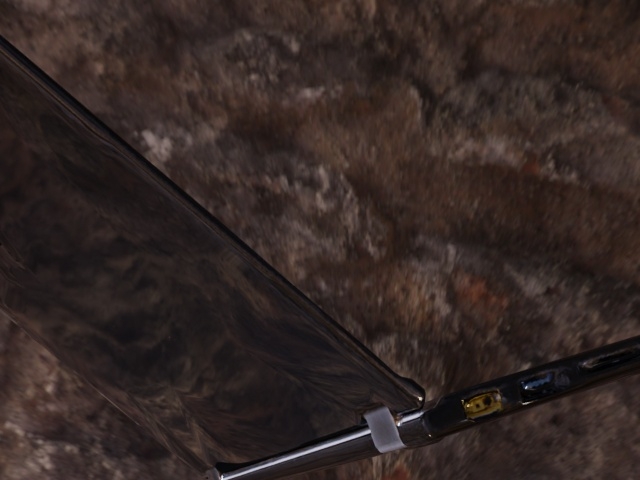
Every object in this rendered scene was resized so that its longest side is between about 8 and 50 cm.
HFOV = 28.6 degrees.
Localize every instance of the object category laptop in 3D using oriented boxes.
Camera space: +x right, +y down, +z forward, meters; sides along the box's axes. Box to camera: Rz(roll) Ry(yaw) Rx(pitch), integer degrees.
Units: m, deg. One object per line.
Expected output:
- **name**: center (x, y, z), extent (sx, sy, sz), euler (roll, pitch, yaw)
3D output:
- **laptop**: center (0.000, 0.000, 0.673), extent (0.407, 0.382, 0.236), euler (-14, -99, -21)
